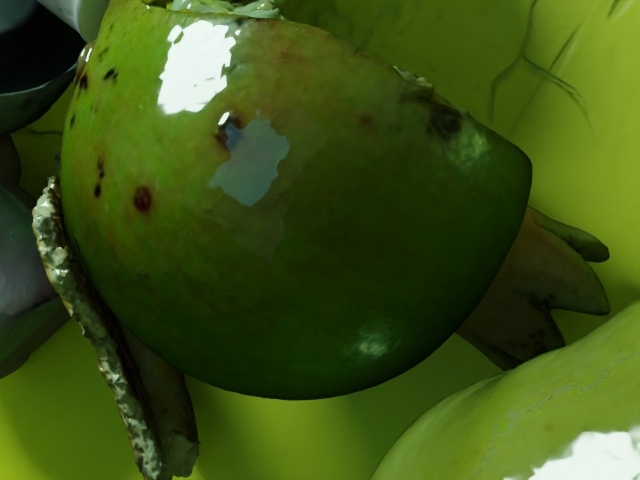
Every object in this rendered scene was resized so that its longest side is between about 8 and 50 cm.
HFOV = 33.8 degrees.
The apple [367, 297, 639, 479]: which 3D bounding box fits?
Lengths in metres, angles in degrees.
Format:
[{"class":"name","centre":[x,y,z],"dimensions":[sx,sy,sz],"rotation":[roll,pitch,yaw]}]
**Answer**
[{"class":"apple","centre":[0.213,0.234,0.475],"dimensions":[0.474,0.473,0.473],"rotation":[1,91,24]}]

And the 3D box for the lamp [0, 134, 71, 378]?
[{"class":"lamp","centre":[-0.339,-0.029,0.822],"dimensions":[0.247,0.247,0.301],"rotation":[-41,83,22]}]

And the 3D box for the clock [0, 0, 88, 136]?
[{"class":"clock","centre":[-0.315,-0.207,0.760],"dimensions":[0.325,0.325,0.067],"rotation":[54,128,14]}]

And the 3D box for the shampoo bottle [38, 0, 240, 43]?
[{"class":"shampoo bottle","centre":[-0.134,-0.288,0.703],"dimensions":[0.273,0.273,0.266],"rotation":[-41,85,20]}]

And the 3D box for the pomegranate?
[{"class":"pomegranate","centre":[0.000,0.000,0.640],"dimensions":[0.358,0.310,0.216],"rotation":[32,91,-17]}]

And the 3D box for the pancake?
[{"class":"pancake","centre":[-0.142,0.043,0.741],"dimensions":[0.057,0.244,0.266],"rotation":[-17,77,-3]}]
